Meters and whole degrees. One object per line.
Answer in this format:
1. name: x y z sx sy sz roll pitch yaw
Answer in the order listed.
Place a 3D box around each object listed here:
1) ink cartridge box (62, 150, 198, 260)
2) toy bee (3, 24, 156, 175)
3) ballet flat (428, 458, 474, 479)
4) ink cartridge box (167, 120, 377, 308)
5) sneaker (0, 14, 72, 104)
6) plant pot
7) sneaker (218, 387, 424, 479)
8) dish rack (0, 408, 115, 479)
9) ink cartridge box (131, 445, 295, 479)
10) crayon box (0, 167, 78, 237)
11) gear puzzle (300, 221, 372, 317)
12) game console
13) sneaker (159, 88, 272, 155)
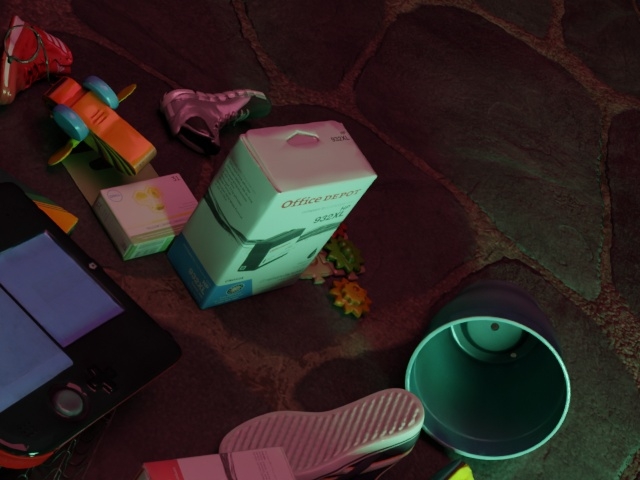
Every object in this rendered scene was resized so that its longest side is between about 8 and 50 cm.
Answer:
1. ink cartridge box: -0.318 -0.085 1.872 0.171 0.056 0.235 -17 65 -43
2. toy bee: -0.405 -0.228 1.865 0.195 0.162 0.298 -25 89 -20
3. ballet flat: 0.176 0.424 1.738 0.231 0.077 0.077 -18 80 -47
4. ink cartridge box: -0.083 -0.042 1.802 0.223 0.307 0.129 -12 60 -42
5. sneaker: -0.503 -0.309 1.926 0.128 0.087 0.221 17 45 -21
6. plant pot: 0.298 0.198 1.908 0.271 0.271 0.255 34 26 -4
7. sneaker: 0.004 0.329 1.673 0.321 0.127 0.126 -10 49 -12
8. dish rack: -0.396 0.262 1.473 0.208 0.074 0.271 30 39 -10
9. ink cartridge box: -0.158 0.365 1.477 0.218 0.158 0.092 -2 52 -37
10. crayon box: -0.503 0.022 1.611 0.165 0.081 0.278 33 40 -4
11. gear puzzle: 0.000 0.000 2.028 0.175 0.044 0.339 -3 54 -38
12. game console: -0.419 0.100 1.483 0.386 0.060 0.342 44 42 9
13. sneaker: -0.190 -0.218 2.080 0.228 0.086 0.132 -4 59 -26
